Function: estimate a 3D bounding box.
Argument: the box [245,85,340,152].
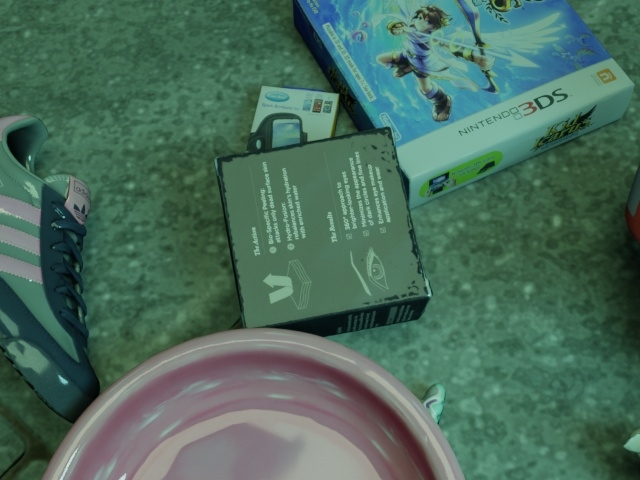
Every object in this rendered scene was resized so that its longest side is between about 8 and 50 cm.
[{"bbox_3d":[-0.028,-0.101,0.901,0.081,0.028,0.136,7,65,7],"label":"box"}]

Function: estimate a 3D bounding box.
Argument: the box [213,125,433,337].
[{"bbox_3d":[0.000,0.000,0.794,0.158,0.093,0.156,-10,73,-3],"label":"box"}]

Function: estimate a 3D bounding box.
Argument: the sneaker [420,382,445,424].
[{"bbox_3d":[0.059,0.153,0.753,0.069,0.038,0.098,22,65,13],"label":"sneaker"}]

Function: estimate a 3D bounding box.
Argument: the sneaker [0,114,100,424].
[{"bbox_3d":[-0.251,0.007,0.807,0.131,0.112,0.319,-31,66,-10],"label":"sneaker"}]

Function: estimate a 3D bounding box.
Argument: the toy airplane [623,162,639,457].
[{"bbox_3d":[0.351,0.037,0.600,0.272,0.384,0.386,4,68,-22],"label":"toy airplane"}]

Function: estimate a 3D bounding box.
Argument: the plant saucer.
[{"bbox_3d":[-0.050,0.233,0.675,0.332,0.084,0.332,-3,67,7],"label":"plant saucer"}]

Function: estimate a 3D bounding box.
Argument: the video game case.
[{"bbox_3d":[0.135,-0.192,0.922,0.244,0.061,0.269,-23,63,-10],"label":"video game case"}]
